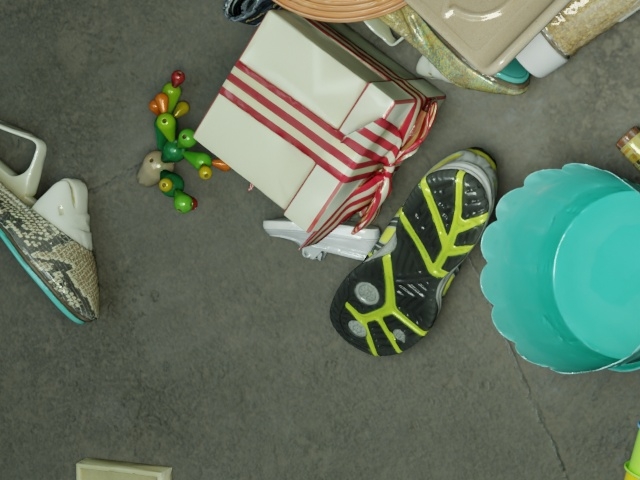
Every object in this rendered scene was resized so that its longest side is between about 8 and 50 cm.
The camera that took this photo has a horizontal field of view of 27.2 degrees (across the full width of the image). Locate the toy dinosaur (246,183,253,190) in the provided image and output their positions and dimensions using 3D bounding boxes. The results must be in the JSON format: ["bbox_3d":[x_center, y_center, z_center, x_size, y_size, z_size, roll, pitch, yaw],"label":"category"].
[{"bbox_3d":[-0.121,-0.136,2.018,0.047,0.090,0.082,-31,129,34],"label":"toy dinosaur"}]

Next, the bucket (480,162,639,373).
[{"bbox_3d":[0.367,0.043,1.737,0.281,0.183,0.281,-5,82,38],"label":"bucket"}]

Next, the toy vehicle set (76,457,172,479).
[{"bbox_3d":[-0.326,0.503,2.217,0.166,0.035,0.266,3,99,23],"label":"toy vehicle set"}]

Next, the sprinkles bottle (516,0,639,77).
[{"bbox_3d":[0.398,-0.360,1.735,0.355,0.121,0.121,-35,83,23],"label":"sprinkles bottle"}]

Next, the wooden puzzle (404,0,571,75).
[{"bbox_3d":[0.226,-0.422,1.716,0.322,0.080,0.348,-45,67,6],"label":"wooden puzzle"}]

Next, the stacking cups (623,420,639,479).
[{"bbox_3d":[0.479,0.235,1.797,0.096,0.096,0.316,16,104,21],"label":"stacking cups"}]

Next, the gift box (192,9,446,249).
[{"bbox_3d":[0.000,-0.154,1.859,0.258,0.276,0.255,38,115,13],"label":"gift box"}]

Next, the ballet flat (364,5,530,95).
[{"bbox_3d":[0.146,-0.299,1.865,0.348,0.123,0.123,44,112,13],"label":"ballet flat"}]

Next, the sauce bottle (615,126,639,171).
[{"bbox_3d":[0.456,-0.097,1.790,0.128,0.042,0.042,48,112,12],"label":"sauce bottle"}]

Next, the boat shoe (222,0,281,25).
[{"bbox_3d":[-0.063,-0.384,1.950,0.183,0.083,0.065,-43,80,22],"label":"boat shoe"}]

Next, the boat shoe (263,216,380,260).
[{"bbox_3d":[0.000,0.000,1.995,0.184,0.066,0.063,6,99,13],"label":"boat shoe"}]

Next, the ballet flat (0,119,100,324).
[{"bbox_3d":[-0.496,-0.079,2.156,0.483,0.164,0.182,41,91,15],"label":"ballet flat"}]

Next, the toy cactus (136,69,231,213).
[{"bbox_3d":[-0.227,-0.135,2.048,0.180,0.112,0.218,-34,69,53],"label":"toy cactus"}]

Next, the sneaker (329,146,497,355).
[{"bbox_3d":[0.147,0.025,1.898,0.145,0.147,0.384,40,129,3],"label":"sneaker"}]

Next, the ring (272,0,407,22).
[{"bbox_3d":[0.042,-0.455,1.831,0.337,0.032,0.336,-3,74,11],"label":"ring"}]
